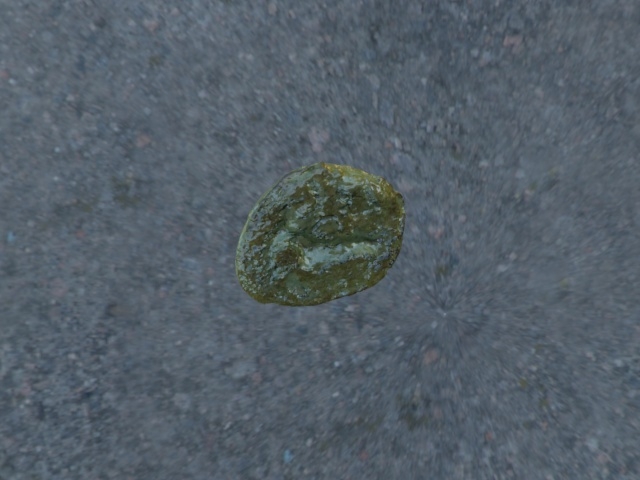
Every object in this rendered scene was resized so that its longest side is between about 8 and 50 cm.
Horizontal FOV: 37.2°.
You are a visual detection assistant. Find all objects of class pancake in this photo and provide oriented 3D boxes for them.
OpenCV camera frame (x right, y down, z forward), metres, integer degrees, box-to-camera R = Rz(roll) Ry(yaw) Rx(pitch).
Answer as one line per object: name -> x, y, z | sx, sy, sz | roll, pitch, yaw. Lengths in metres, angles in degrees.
pancake -> 0.001, 0.000, 0.556 | 0.108, 0.108, 0.017 | -31, 42, 4
